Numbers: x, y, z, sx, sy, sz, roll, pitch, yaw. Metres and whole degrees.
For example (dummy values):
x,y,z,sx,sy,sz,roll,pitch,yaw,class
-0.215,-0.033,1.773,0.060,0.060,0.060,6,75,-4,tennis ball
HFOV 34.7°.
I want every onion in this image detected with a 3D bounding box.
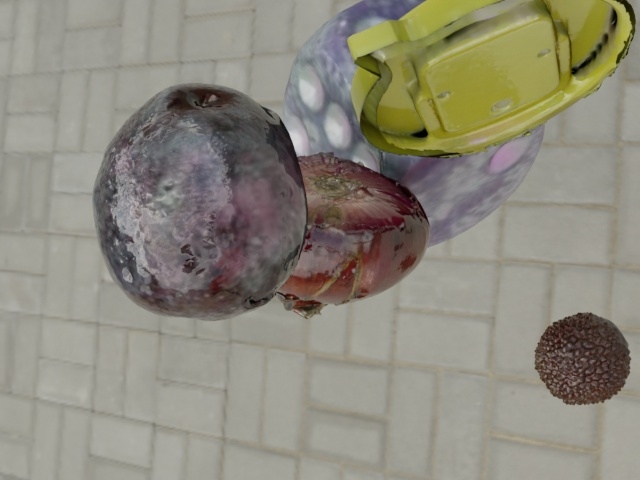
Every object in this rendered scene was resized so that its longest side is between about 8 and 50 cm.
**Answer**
x,y,z,sx,sy,sz,roll,pitch,yaw,class
0.001,-0.011,1.170,0.248,0.248,0.161,46,134,28,onion

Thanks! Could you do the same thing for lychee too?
x,y,z,sx,sy,sz,roll,pitch,yaw,class
0.327,0.149,1.293,0.123,0.129,0.123,-12,73,44,lychee

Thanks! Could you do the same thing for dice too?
x,y,z,sx,sy,sz,roll,pitch,yaw,class
0.123,-0.160,1.417,0.270,0.271,0.270,57,152,26,dice

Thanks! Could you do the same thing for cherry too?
x,y,z,sx,sy,sz,roll,pitch,yaw,class
-0.098,-0.032,0.835,0.195,0.195,0.195,-3,84,34,cherry

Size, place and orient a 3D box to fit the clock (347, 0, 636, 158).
x,y,z,sx,sy,sz,roll,pitch,yaw,class
0.160,-0.179,0.988,0.277,0.293,0.071,-19,67,3,clock
